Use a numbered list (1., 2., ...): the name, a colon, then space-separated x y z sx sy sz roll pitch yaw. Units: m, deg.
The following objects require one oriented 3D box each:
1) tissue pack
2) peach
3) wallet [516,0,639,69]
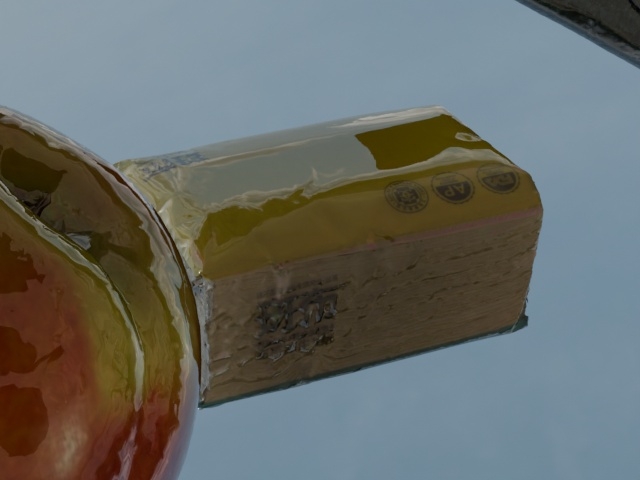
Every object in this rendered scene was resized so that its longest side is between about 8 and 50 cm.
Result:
1. tissue pack: 0.000 0.000 0.893 0.169 0.120 0.082 -12 -59 -21
2. peach: -0.138 0.047 0.616 0.190 0.192 0.190 33 -152 -20
3. wallet: 0.177 -0.186 1.118 0.379 0.046 0.190 24 -119 -33
